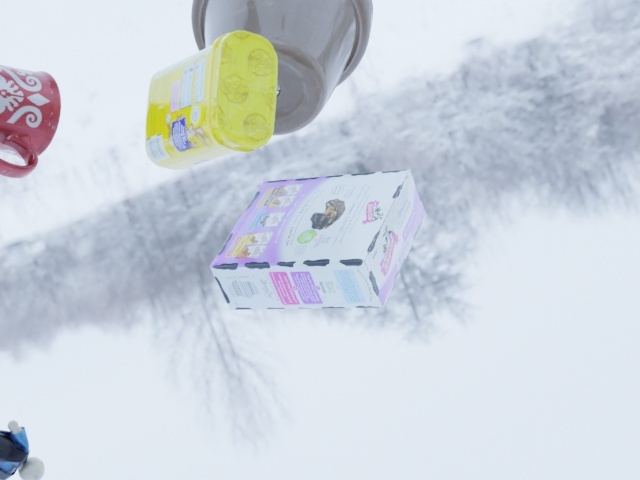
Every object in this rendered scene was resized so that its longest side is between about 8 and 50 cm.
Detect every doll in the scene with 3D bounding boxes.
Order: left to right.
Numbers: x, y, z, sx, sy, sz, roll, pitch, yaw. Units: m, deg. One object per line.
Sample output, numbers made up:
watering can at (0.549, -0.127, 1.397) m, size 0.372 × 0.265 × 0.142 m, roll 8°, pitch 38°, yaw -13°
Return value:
doll at (-0.464, 0.294, 1.728) m, size 0.129 × 0.189 × 0.046 m, roll -50°, pitch -142°, yaw 16°

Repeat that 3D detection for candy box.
candy box at (0.000, 0.000, 1.414) m, size 0.196 × 0.070 × 0.165 m, roll -3°, pitch -142°, yaw 29°

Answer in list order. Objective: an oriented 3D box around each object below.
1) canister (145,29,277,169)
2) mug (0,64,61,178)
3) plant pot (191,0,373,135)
canister at (-0.124, -0.148, 1.373) m, size 0.073 × 0.126 × 0.170 m, roll 10°, pitch 168°, yaw -34°
mug at (-0.401, -0.158, 1.486) m, size 0.169 × 0.113 × 0.150 m, roll 12°, pitch -160°, yaw -46°
plant pot at (-0.058, -0.268, 1.725) m, size 0.263 × 0.263 × 0.229 m, roll -19°, pitch -146°, yaw 17°
